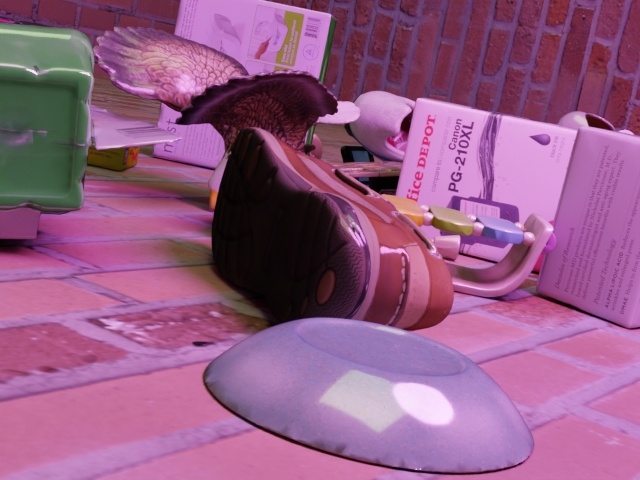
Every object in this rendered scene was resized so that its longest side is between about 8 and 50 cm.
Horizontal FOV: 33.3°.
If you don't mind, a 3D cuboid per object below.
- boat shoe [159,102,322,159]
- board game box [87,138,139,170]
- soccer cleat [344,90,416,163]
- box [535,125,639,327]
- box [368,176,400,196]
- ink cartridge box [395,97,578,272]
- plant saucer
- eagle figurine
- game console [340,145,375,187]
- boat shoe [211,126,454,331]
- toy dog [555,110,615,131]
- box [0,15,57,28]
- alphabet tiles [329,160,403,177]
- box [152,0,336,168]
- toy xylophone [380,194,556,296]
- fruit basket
[{"bbox_3d":[-0.134,-0.185,1.833,0.285,0.103,0.092,16,4,1],"label":"boat shoe"},{"bbox_3d":[-0.338,-0.134,1.421,0.181,0.043,0.092,12,9,1],"label":"board game box"},{"bbox_3d":[0.181,-0.135,1.727,0.331,0.116,0.143,26,-4,-41],"label":"soccer cleat"},{"bbox_3d":[0.339,-0.013,1.103,0.181,0.182,0.119,2,15,-43],"label":"box"},{"bbox_3d":[0.210,-0.077,1.544,0.270,0.060,0.216,1,9,8],"label":"box"},{"bbox_3d":[0.216,-0.065,1.292,0.237,0.172,0.100,14,10,16],"label":"ink cartridge box"},{"bbox_3d":[0.032,0.078,0.620,0.194,0.037,0.195,11,8,-2],"label":"plant saucer"},{"bbox_3d":[-0.089,-0.140,1.231,0.226,0.298,0.225,-18,46,14],"label":"eagle figurine"},{"bbox_3d":[0.096,-0.111,1.753,0.071,0.107,0.122,-15,-3,24],"label":"game console"},{"bbox_3d":[0.000,0.000,0.851,0.119,0.123,0.324,13,16,-24],"label":"boat shoe"},{"bbox_3d":[0.426,-0.076,1.557,0.161,0.220,0.333,-9,15,-26],"label":"toy dog"},{"bbox_3d":[-0.463,-0.200,1.291,0.247,0.163,0.142,16,14,27],"label":"box"},{"bbox_3d":[0.091,-0.099,1.470,0.237,0.009,0.198,-2,8,-13],"label":"alphabet tiles"},{"bbox_3d":[-0.115,-0.235,1.635,0.231,0.262,0.127,11,8,4],"label":"box"},{"bbox_3d":[0.068,-0.018,1.107,0.322,0.081,0.236,11,9,-7],"label":"toy xylophone"},{"bbox_3d":[-0.326,-0.100,0.901,0.327,0.166,0.353,1,7,-28],"label":"fruit basket"}]
